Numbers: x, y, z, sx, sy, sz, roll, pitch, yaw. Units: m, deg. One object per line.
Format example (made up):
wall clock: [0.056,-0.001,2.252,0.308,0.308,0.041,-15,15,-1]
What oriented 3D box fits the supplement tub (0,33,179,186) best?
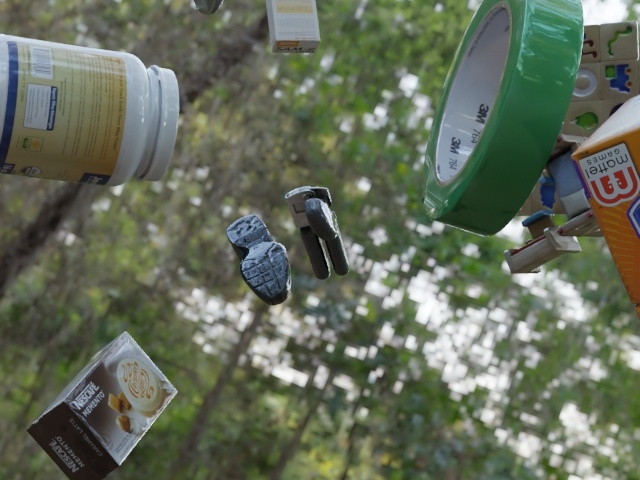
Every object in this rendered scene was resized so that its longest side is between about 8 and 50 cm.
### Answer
supplement tub: [-0.410,-0.209,2.498,0.316,0.228,0.228,6,-12,-21]

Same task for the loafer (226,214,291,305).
loafer: [-0.065,0.033,1.834,0.170,0.062,0.061,-114,179,-56]

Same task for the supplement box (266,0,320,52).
supplement box: [-0.038,-0.303,2.040,0.062,0.098,0.036,-1,-21,-14]

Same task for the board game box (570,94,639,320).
board game box: [0.542,-0.032,1.691,0.357,0.356,0.356,-21,6,25]

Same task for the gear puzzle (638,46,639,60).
gear puzzle: [0.546,-0.183,2.593,0.175,0.339,0.044,23,-18,-18]

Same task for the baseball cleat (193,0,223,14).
baseball cleat: [-0.123,-0.397,1.954,0.109,0.205,0.072,-17,26,-40]

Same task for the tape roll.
tape roll: [0.217,-0.167,1.853,0.077,0.321,0.321,17,-17,-10]

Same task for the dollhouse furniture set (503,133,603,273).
dollhouse furniture set: [0.324,-0.049,2.161,0.184,0.129,0.129,-32,-21,34]

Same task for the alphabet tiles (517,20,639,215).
alphabet tiles: [0.374,-0.182,2.309,0.343,0.285,0.011,-2,3,24]

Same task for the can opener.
can opener: [0.000,0.000,2.708,0.076,0.095,0.283,-12,-34,5]

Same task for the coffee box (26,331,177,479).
coffee box: [-0.351,0.275,2.462,0.098,0.246,0.141,-36,-83,28]
